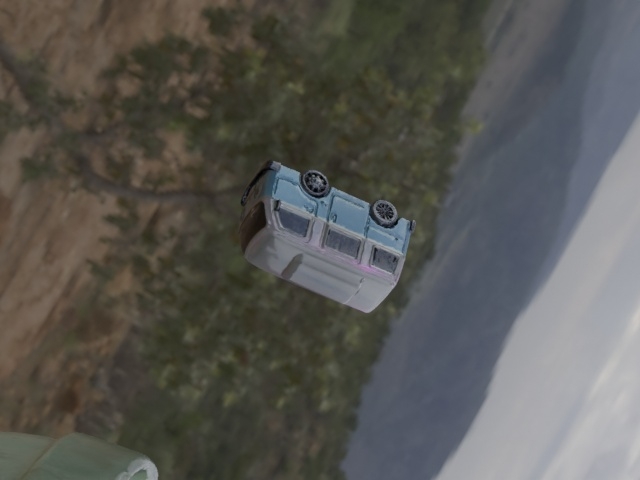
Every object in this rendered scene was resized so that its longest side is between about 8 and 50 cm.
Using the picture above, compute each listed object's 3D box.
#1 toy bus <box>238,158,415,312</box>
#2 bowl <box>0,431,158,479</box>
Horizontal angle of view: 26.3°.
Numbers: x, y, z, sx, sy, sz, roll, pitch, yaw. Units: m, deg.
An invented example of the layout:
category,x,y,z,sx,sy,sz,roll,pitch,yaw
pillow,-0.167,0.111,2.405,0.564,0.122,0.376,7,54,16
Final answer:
category,x,y,z,sx,sy,sz,roll,pitch,yaw
toy bus,0.000,0.000,1.000,0.060,0.123,0.075,-51,-159,49
bowl,-0.225,0.248,0.815,0.307,0.163,0.307,20,90,-87
